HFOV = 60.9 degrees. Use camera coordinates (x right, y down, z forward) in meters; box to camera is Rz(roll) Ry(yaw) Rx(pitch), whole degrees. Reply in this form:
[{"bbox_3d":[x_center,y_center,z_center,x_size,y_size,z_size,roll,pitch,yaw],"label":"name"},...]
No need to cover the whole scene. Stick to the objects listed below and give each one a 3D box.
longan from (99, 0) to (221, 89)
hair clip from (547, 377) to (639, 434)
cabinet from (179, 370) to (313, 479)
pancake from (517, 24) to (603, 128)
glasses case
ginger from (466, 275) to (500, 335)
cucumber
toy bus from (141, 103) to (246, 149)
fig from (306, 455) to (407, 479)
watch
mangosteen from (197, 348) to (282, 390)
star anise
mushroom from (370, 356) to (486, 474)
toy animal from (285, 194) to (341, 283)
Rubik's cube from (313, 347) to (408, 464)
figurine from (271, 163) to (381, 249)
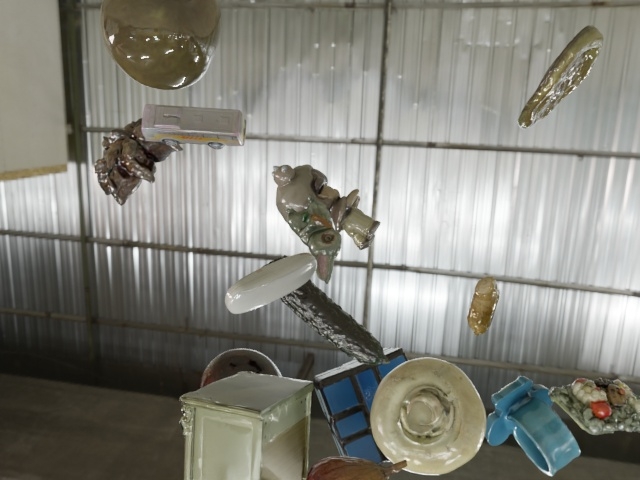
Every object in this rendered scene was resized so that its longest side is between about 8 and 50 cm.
[{"bbox_3d":[-0.447,-0.611,1.555,0.360,0.361,0.361,2,-167,0],"label":"longan"},{"bbox_3d":[0.641,0.353,1.189,0.321,0.091,0.138,13,-157,-35],"label":"hair clip"},{"bbox_3d":[-0.179,0.520,1.340,0.227,0.318,0.290,2,-179,23],"label":"cabinet"},{"bbox_3d":[0.629,-0.419,1.418,0.049,0.295,0.294,45,-148,21],"label":"pancake"},{"bbox_3d":[-0.076,0.066,0.859,0.164,0.063,0.041,-25,-122,-30],"label":"glasses case"},{"bbox_3d":[0.445,0.172,1.482,0.068,0.190,0.095,15,-151,16],"label":"ginger"},{"bbox_3d":[0.006,0.141,1.029,0.300,0.072,0.072,42,-159,7],"label":"cucumber"},{"bbox_3d":[-0.212,-0.191,0.909,0.171,0.058,0.072,4,169,0],"label":"toy bus"},{"bbox_3d":[0.056,0.393,0.835,0.152,0.119,0.119,-5,-170,16],"label":"fig"},{"bbox_3d":[0.532,0.467,1.344,0.210,0.211,0.193,-4,-152,-25],"label":"watch"},{"bbox_3d":[-0.253,0.495,1.782,0.310,0.312,0.311,2,-167,0],"label":"mangosteen"},{"bbox_3d":[-0.386,-0.190,1.129,0.235,0.109,0.223,-26,-138,24],"label":"star anise"},{"bbox_3d":[0.227,0.371,1.156,0.245,0.246,0.202,5,162,13],"label":"mushroom"},{"bbox_3d":[0.003,0.000,1.466,0.127,0.125,0.251,6,-136,-35],"label":"toy animal"},{"bbox_3d":[0.154,0.506,1.665,0.283,0.289,0.293,-21,169,-11],"label":"Rubik's cube"},{"bbox_3d":[0.009,-0.105,1.758,0.380,0.203,0.248,30,171,12],"label":"figurine"}]
